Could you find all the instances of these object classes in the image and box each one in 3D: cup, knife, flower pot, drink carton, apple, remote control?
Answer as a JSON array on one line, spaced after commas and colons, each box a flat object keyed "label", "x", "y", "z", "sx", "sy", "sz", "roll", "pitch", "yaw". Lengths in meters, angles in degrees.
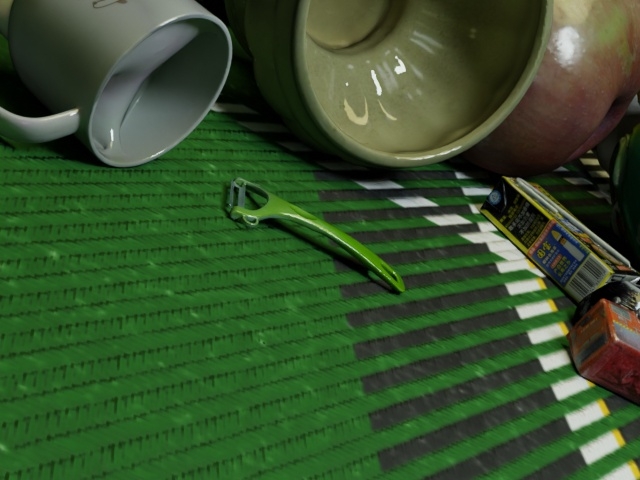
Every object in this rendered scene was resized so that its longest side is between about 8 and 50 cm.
[{"label": "cup", "x": -0.176, "y": -0.135, "z": 0.944, "sx": 0.142, "sy": 0.173, "sz": 0.134, "roll": 41, "pitch": -9, "yaw": 22}, {"label": "knife", "x": 0.001, "y": -0.002, "z": 1.019, "sx": 0.166, "sy": 0.023, "sz": 0.078, "roll": 27, "pitch": 27, "yaw": -13}, {"label": "flower pot", "x": 0.045, "y": -0.237, "z": 1.238, "sx": 0.307, "sy": 0.308, "sz": 0.244, "roll": 18, "pitch": 10, "yaw": -34}, {"label": "drink carton", "x": 0.247, "y": 0.000, "z": 1.316, "sx": 0.071, "sy": 0.056, "sz": 0.166, "roll": 10, "pitch": 31, "yaw": -52}, {"label": "apple", "x": 0.244, "y": -0.209, "z": 1.450, "sx": 0.235, "sy": 0.306, "sz": 0.305, "roll": 44, "pitch": 23, "yaw": 14}, {"label": "remote control", "x": 0.354, "y": 0.083, "z": 1.275, "sx": 0.265, "sy": 0.066, "sz": 0.090, "roll": 10, "pitch": 34, "yaw": -45}]

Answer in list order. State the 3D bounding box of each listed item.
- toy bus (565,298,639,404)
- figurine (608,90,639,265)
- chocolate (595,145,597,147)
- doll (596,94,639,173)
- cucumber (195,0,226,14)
[{"label": "toy bus", "x": 0.315, "y": 0.122, "z": 1.146, "sx": 0.192, "sy": 0.065, "sz": 0.077, "roll": 27, "pitch": 33, "yaw": -16}, {"label": "figurine", "x": 0.444, "y": -0.049, "z": 1.435, "sx": 0.340, "sy": 0.231, "sz": 0.324, "roll": -61, "pitch": 129, "yaw": -78}, {"label": "chocolate", "x": 0.394, "y": -0.288, "z": 1.996, "sx": 0.360, "sy": 0.161, "sz": 0.341, "roll": 6, "pitch": 34, "yaw": -51}, {"label": "doll", "x": 0.421, "y": -0.194, "z": 1.666, "sx": 0.221, "sy": 0.251, "sz": 0.221, "roll": 11, "pitch": 39, "yaw": -9}, {"label": "cucumber", "x": -0.062, "y": -0.271, "z": 1.450, "sx": 0.245, "sy": 0.067, "sz": 0.067, "roll": 11, "pitch": 30, "yaw": -48}]
